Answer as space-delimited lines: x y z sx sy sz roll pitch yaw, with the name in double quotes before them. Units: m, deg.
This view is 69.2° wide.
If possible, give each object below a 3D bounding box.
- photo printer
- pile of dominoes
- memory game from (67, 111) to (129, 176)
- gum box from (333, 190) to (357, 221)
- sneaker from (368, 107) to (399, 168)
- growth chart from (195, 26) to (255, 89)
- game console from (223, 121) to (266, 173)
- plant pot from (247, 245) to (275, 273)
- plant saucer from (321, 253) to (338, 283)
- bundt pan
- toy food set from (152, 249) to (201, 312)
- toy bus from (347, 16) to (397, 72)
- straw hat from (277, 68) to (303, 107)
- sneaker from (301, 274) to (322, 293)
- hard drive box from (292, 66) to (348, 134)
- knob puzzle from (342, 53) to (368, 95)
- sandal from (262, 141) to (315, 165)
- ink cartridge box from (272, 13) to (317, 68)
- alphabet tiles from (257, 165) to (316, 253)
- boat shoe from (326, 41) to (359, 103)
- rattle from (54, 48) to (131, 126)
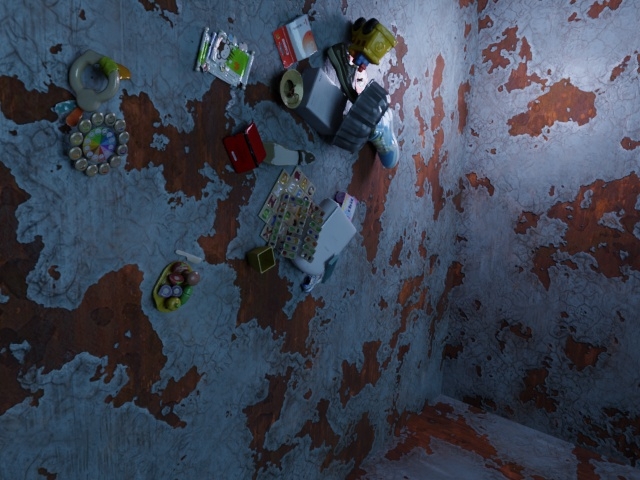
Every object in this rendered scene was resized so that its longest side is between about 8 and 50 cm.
"photo printer" 0.000 0.000 2.011 0.307 0.107 0.256 -50 144 -7
"pile of dominoes" -0.090 -0.048 1.866 0.040 0.196 0.251 150 -44 -83
"memory game" -0.594 -0.257 1.253 0.186 0.012 0.186 -48 155 -32
"gum box" 0.102 -0.133 2.202 0.107 0.062 0.188 26 79 -52
"sneaker" 0.280 -0.492 2.295 0.208 0.127 0.319 -32 114 -46
"growth chart" -0.317 -0.615 1.565 0.237 0.021 0.172 6 93 -54
"game console" -0.271 -0.335 1.680 0.124 0.085 0.144 -19 124 0
"plant pot" -0.237 0.068 1.796 0.081 0.083 0.081 -33 123 -44
"plant saucer" 0.043 0.132 2.090 0.067 0.018 0.192 -45 164 -31
"bundt pan" 0.188 -0.522 2.006 0.331 0.124 0.331 -56 179 -2
"toy food set" -0.460 0.141 1.533 0.128 0.071 0.218 41 66 -49
"toy bus" 0.196 -0.849 2.050 0.149 0.220 0.211 28 101 -38
"straw hat" -0.131 -0.583 1.782 0.144 0.061 0.144 -28 127 -46
"sneaker" -0.038 0.175 2.113 0.135 0.052 0.058 -54 133 -29
"hard drive box" 0.000 -0.574 1.931 0.232 0.089 0.181 31 74 -52
"knob puzzle" 0.174 -0.763 2.158 0.213 0.030 0.213 -17 112 -50
"sandal" -0.146 -0.331 1.812 0.240 0.079 0.088 5 96 -19
"ink cartridge box" -0.095 -0.770 1.795 0.179 0.045 0.145 -51 135 -35
"alphabet tiles" -0.130 -0.125 1.945 0.285 0.011 0.342 46 63 -47
"boat shoe" 0.119 -0.713 1.968 0.257 0.095 0.095 62 21 -14
"rattle" -0.605 -0.394 1.240 0.130 0.143 0.200 22 98 -21
